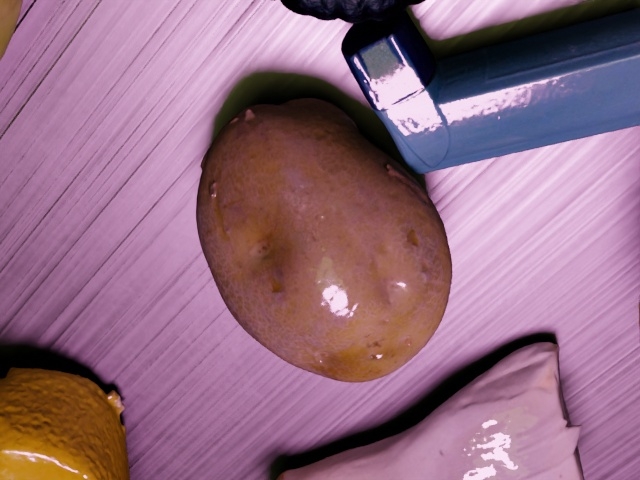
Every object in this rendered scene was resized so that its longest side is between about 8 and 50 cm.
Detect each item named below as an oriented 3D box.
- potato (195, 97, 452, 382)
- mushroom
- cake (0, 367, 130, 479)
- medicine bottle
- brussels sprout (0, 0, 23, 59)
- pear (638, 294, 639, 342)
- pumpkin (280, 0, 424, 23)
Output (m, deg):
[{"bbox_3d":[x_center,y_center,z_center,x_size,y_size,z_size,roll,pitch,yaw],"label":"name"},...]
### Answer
[{"bbox_3d":[0.000,0.000,0.751,0.178,0.160,0.235,-28,102,-6],"label":"potato"},{"bbox_3d":[0.093,0.218,0.904,0.329,0.122,0.159,-22,80,16],"label":"mushroom"},{"bbox_3d":[-0.271,0.244,0.916,0.179,0.156,0.260,-1,127,-13],"label":"cake"},{"bbox_3d":[0.151,-0.125,0.702,0.258,0.079,0.124,-10,119,10],"label":"medicine bottle"},{"bbox_3d":[-0.351,-0.172,0.628,0.328,0.247,0.328,1,124,2],"label":"brussels sprout"},{"bbox_3d":[0.384,0.064,0.646,0.348,0.348,0.348,2,121,4],"label":"pear"},{"bbox_3d":[0.018,-0.235,0.617,0.194,0.150,0.194,0,96,-4],"label":"pumpkin"}]
